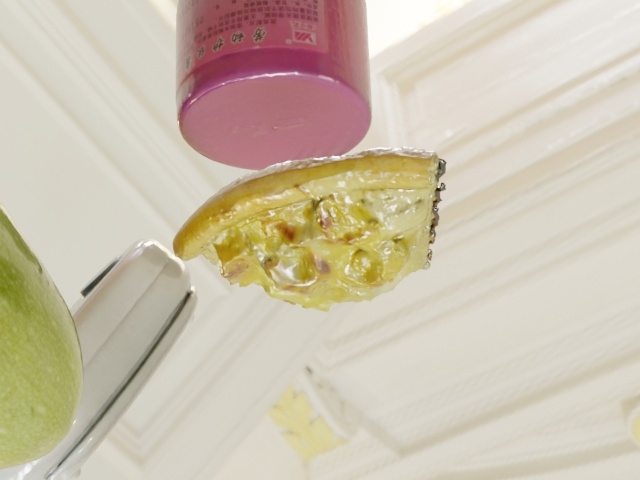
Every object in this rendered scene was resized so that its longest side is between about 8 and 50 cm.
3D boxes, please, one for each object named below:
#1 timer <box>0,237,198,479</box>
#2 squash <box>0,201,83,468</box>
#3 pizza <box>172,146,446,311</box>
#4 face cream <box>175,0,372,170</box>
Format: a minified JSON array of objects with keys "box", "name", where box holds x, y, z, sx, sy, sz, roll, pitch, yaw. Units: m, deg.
[{"box":[-0.205,0.123,0.846,0.237,0.087,0.262,-42,-169,47],"name":"timer"},{"box":[-0.187,0.045,0.535,0.123,0.186,0.123,-14,-139,12],"name":"squash"},{"box":[0.000,0.000,0.527,0.160,0.099,0.035,-13,-138,36],"name":"pizza"},{"box":[-0.044,-0.185,0.969,0.175,0.175,0.194,-18,-117,30],"name":"face cream"}]
